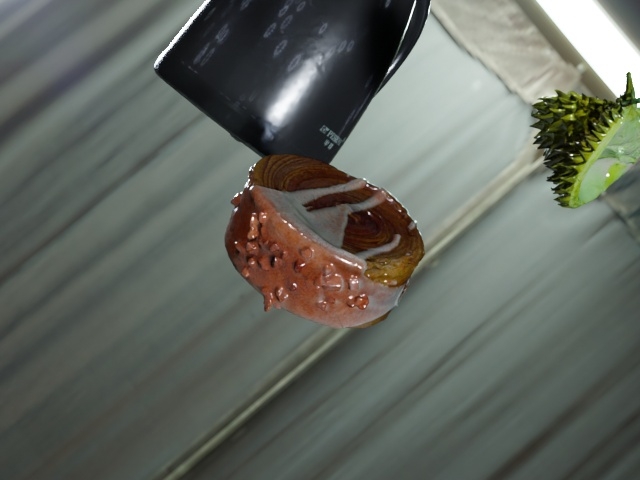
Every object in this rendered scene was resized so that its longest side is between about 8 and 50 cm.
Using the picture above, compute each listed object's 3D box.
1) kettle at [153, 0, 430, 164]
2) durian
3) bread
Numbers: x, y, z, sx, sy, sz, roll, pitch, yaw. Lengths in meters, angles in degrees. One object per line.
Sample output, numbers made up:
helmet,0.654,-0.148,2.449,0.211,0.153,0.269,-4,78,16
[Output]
kettle,0.003,-0.220,1.282,0.207,0.290,0.268,38,2,30
durian,0.224,-0.085,0.977,0.215,0.100,0.086,29,41,-71
bread,0.000,0.000,0.956,0.160,0.073,0.160,23,30,-14
